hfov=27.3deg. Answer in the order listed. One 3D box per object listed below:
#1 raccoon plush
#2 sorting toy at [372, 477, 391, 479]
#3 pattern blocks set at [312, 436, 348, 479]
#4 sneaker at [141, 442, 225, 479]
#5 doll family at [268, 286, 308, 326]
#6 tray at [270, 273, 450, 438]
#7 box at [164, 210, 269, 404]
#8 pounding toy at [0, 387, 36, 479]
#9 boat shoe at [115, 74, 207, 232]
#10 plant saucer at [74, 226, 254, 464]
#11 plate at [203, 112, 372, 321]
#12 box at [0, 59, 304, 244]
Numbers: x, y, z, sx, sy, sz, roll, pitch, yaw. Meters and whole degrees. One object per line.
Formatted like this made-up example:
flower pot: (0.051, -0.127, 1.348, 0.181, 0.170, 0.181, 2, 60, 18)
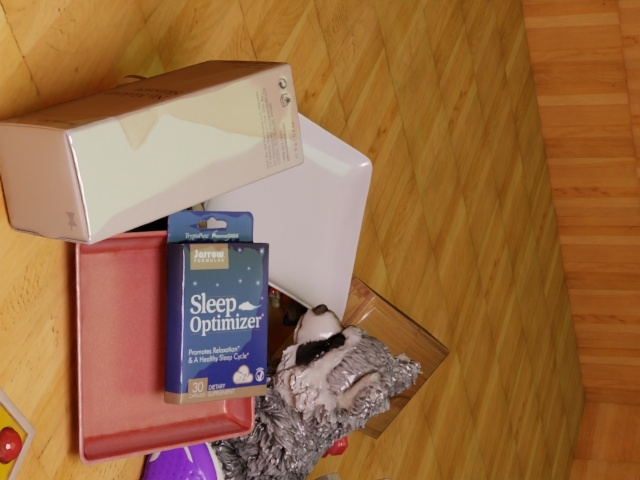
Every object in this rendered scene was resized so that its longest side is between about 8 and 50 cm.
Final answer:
raccoon plush: (-0.010, 0.300, 1.779, 0.216, 0.299, 0.447, -53, 139, -56)
sorting toy: (-0.040, 0.409, 1.709, 0.041, 0.307, 0.229, -95, 172, -50)
pattern blocks set: (0.001, 0.432, 1.900, 0.026, 0.285, 0.325, 2, 51, -37)
sneaker: (-0.195, 0.367, 1.587, 0.146, 0.102, 0.293, 30, 63, -64)
doll family: (0.000, 0.000, 2.033, 0.163, 0.118, 0.263, 68, 31, -43)
tray: (0.070, 0.197, 2.136, 0.203, 0.076, 0.411, -50, 154, 1)
box: (-0.122, 0.077, 1.571, 0.136, 0.036, 0.225, -1, 91, -44)
pounding toy: (-0.331, 0.215, 1.248, 0.130, 0.100, 0.141, 65, 33, -46)
boat shoe: (-0.199, -0.071, 1.580, 0.095, 0.095, 0.257, -58, 143, -42)
plant saucer: (-0.190, 0.117, 1.563, 0.258, 0.047, 0.259, -4, 94, -44)
plate: (-0.055, -0.053, 1.881, 0.277, 0.045, 0.278, 30, 59, -33)
box: (-0.179, -0.103, 1.423, 0.311, 0.148, 0.121, -24, 114, -43)
